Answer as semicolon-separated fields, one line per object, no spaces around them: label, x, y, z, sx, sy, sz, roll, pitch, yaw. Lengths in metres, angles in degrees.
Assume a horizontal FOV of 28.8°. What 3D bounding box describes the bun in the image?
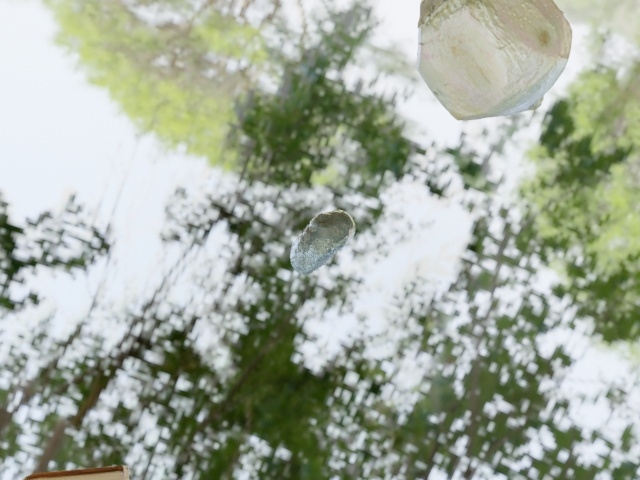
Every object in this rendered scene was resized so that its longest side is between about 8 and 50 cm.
bun;0.000;0.000;1.340;0.045;0.083;0.083;48;-163;2

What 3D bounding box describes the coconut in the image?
coconut;0.199;-0.227;1.445;0.194;0.194;0.194;20;-165;-6

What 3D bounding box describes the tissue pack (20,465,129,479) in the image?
tissue pack;-0.297;0.441;1.533;0.145;0.275;0.194;-4;-173;-11
